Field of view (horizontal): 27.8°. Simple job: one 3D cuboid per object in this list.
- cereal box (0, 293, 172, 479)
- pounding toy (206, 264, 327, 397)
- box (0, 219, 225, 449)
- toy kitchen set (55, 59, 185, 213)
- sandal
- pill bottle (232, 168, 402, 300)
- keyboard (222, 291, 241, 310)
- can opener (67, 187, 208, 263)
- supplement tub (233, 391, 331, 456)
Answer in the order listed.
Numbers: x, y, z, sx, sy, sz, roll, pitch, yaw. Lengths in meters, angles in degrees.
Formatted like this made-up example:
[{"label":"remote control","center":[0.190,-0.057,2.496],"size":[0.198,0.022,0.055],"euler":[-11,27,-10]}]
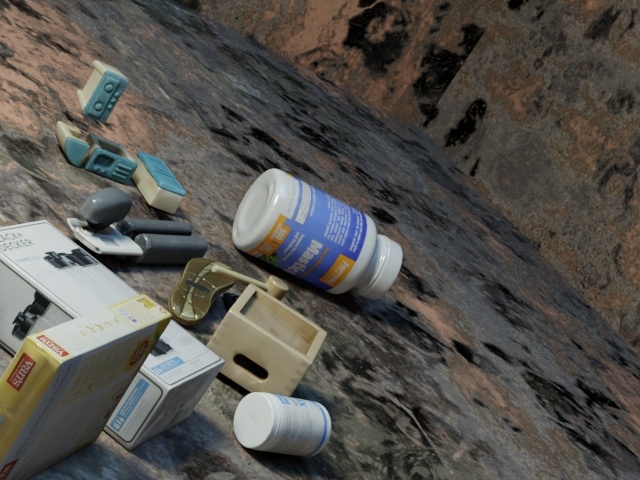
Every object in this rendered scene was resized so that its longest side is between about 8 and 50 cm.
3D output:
[{"label":"cereal box","center":[-0.244,0.146,1.229],"size":[0.047,0.173,0.240],"euler":[37,15,11]},{"label":"pounding toy","center":[-0.092,0.119,1.755],"size":[0.181,0.094,0.206],"euler":[33,17,0]},{"label":"box","center":[-0.270,0.099,1.477],"size":[0.290,0.087,0.169],"euler":[37,16,12]},{"label":"toy kitchen set","center":[-0.297,-0.167,2.080],"size":[0.207,0.166,0.122],"euler":[21,20,-38]},{"label":"sandal","center":[-0.173,0.077,1.829],"size":[0.072,0.049,0.180],"euler":[28,30,1]},{"label":"pill bottle","center":[0.000,0.000,2.200],"size":[0.272,0.152,0.152],"euler":[27,17,-23]},{"label":"keyboard","center":[-0.076,0.128,1.875],"size":[0.100,0.038,0.192],"euler":[25,18,-28]},{"label":"can opener","center":[-0.250,-0.019,1.857],"size":[0.076,0.095,0.283],"euler":[41,17,23]},{"label":"supplement tub","center":[-0.045,0.225,1.579],"size":[0.107,0.071,0.071],"euler":[18,21,-46]}]
